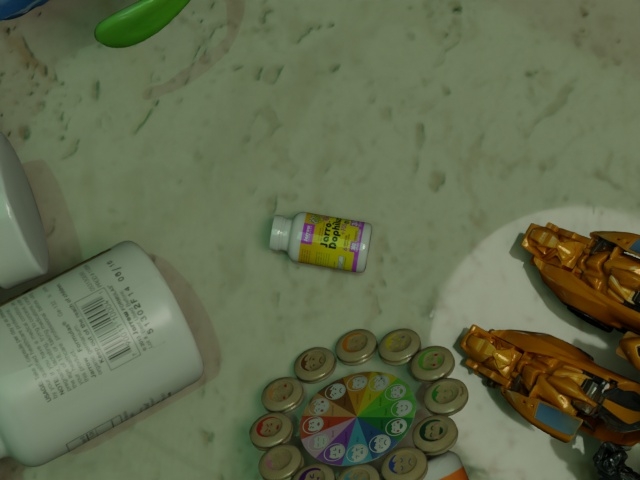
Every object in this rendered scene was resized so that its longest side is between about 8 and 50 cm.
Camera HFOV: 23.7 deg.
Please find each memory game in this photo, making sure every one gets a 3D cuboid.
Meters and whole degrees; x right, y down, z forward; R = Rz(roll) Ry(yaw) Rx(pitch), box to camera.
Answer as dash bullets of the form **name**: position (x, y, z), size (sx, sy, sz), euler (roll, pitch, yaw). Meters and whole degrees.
- **memory game**: position (0.029, 0.139, 1.230), size (0.186, 0.012, 0.186), euler (-13, 41, 12)

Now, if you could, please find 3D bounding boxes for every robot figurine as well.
- **robot figurine**: position (0.248, 0.093, 1.172), size (0.085, 0.291, 0.211), euler (34, 84, -39)

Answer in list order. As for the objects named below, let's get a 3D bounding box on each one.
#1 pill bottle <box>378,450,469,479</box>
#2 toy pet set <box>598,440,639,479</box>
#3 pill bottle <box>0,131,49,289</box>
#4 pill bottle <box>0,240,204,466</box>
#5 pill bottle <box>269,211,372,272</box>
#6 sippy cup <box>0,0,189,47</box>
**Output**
- **pill bottle**: position (0.094, 0.291, 1.223), size (0.121, 0.121, 0.221), euler (-21, 85, 0)
- **toy pet set**: position (0.283, 0.183, 1.233), size (0.114, 0.122, 0.065), euler (-8, 90, 16)
- **pill bottle**: position (-0.383, 0.016, 1.236), size (0.301, 0.169, 0.169), euler (-19, 85, 0)
- **pill bottle**: position (-0.221, 0.106, 1.221), size (0.229, 0.131, 0.131), euler (-28, 85, -14)
- **pill bottle**: position (0.000, 0.000, 1.289), size (0.083, 0.043, 0.043), euler (9, 85, 2)
- **sippy cup**: position (-0.229, -0.305, 1.244), size (0.224, 0.305, 0.240), euler (-36, 129, 9)
